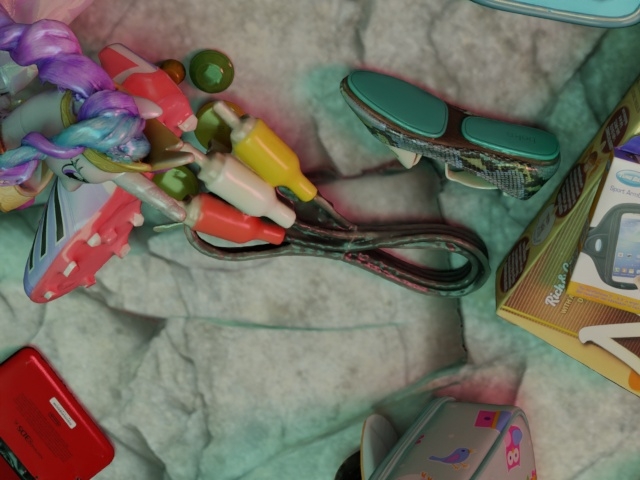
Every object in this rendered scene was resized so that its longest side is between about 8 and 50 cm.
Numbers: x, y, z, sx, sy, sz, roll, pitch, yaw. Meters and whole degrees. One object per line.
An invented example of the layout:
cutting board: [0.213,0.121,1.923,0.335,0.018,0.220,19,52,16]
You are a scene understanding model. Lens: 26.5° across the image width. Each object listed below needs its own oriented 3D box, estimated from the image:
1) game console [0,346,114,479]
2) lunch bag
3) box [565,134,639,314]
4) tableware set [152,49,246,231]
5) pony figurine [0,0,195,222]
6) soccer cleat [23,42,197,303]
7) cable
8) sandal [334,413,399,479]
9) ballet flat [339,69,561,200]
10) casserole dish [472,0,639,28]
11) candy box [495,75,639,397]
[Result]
game console: [-0.289,0.181,1.300,0.124,0.085,0.144,-38,109,-11]
lunch bag: [0.123,0.290,1.188,0.108,0.224,0.279,4,118,26]
box: [0.245,-0.011,1.032,0.081,0.028,0.136,15,118,3]
tableware set: [-0.107,-0.082,1.145,0.104,0.024,0.154,-8,113,8]
pony figurine: [-0.277,-0.136,1.011,0.363,0.303,0.351,-17,103,40]
soccer cleat: [-0.190,-0.049,1.125,0.095,0.083,0.248,48,125,16]
cable: [0.000,0.000,1.128,0.287,0.072,0.139,29,114,-12]
sandal: [0.048,0.287,1.259,0.076,0.102,0.265,-5,116,16]
ballet flat: [0.099,-0.078,1.099,0.188,0.070,0.070,21,117,1]
casserole dish: [0.183,-0.219,1.032,0.188,0.037,0.114,10,117,1]
candy box: [0.299,-0.030,1.079,0.183,0.087,0.316,30,116,-7]
